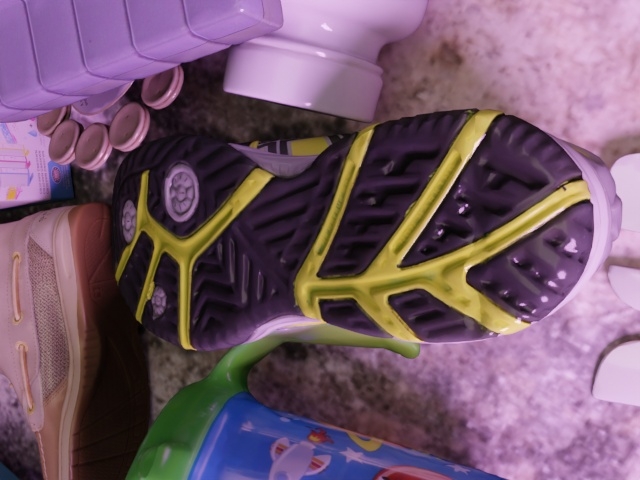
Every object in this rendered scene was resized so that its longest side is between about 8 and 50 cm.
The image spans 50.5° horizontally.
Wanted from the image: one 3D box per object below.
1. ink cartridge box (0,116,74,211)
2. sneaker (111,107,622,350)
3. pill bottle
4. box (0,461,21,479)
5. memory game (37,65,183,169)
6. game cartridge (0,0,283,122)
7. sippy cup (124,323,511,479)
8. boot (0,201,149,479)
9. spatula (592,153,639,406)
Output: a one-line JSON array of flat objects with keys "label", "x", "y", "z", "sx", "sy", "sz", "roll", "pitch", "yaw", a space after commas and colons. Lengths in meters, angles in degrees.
[{"label": "ink cartridge box", "x": -0.287, "y": -0.070, "z": 0.546, "sx": 0.090, "sy": 0.143, "sz": 0.092, "roll": -6, "pitch": 93, "yaw": 21}, {"label": "sneaker", "x": 0.000, "y": 0.000, "z": 0.451, "sx": 0.384, "sy": 0.147, "sz": 0.145, "roll": 5, "pitch": 95, "yaw": 40}, {"label": "pill bottle", "x": 0.011, "y": -0.205, "z": 0.424, "sx": 0.136, "sy": 0.136, "sz": 0.246, "roll": 16, "pitch": 100, "yaw": 19}, {"label": "box", "x": -0.265, "y": 0.267, "z": 0.567, "sx": 0.244, "sy": 0.060, "sz": 0.100, "roll": 14, "pitch": 100, "yaw": 41}, {"label": "memory game", "x": -0.159, "y": -0.139, "z": 0.522, "sx": 0.186, "sy": 0.012, "sz": 0.186, "roll": -13, "pitch": 67, "yaw": 32}, {"label": "game cartridge", "x": -0.151, "y": -0.268, "z": 0.391, "sx": 0.230, "sy": 0.068, "sz": 0.355, "roll": -11, "pitch": 90, "yaw": 32}, {"label": "sippy cup", "x": 0.008, "y": 0.220, "z": 0.426, "sx": 0.224, "sy": 0.240, "sz": 0.305, "roll": 6, "pitch": 106, "yaw": 10}, {"label": "boot", "x": -0.257, "y": 0.105, "z": 0.575, "sx": 0.203, "sy": 0.095, "sz": 0.262, "roll": -3, "pitch": 92, "yaw": 21}, {"label": "spatula", "x": 0.292, "y": 0.033, "z": 0.392, "sx": 0.242, "sy": 0.019, "sz": 0.168, "roll": 5, "pitch": 97, "yaw": 24}]
